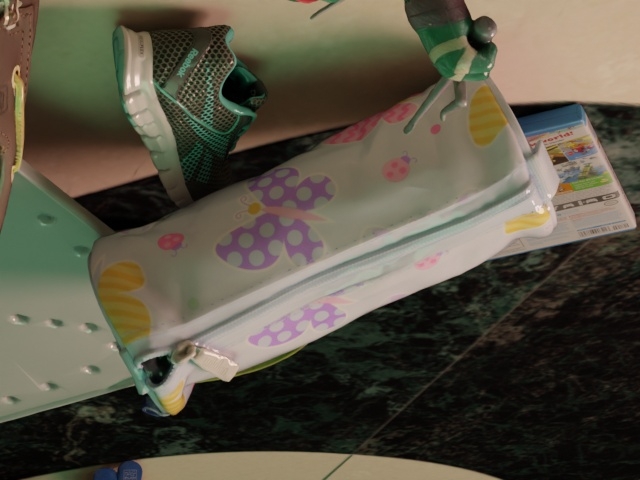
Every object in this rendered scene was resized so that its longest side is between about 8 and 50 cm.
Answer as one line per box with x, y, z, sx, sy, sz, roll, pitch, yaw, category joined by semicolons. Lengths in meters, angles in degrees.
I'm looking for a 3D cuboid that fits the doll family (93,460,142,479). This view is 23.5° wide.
-0.285;0.308;1.551;0.262;0.118;0.163;-1;153;-6;doll family

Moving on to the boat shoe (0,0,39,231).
-0.196;-0.069;0.749;0.116;0.097;0.324;-1;134;-22;boat shoe

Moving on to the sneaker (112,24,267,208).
-0.065;-0.070;0.898;0.076;0.065;0.166;-11;155;5;sneaker

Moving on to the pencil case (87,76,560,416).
0.000;0.000;0.898;0.273;0.113;0.124;-26;-172;-3;pencil case

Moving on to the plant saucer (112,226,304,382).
-0.120;0.047;1.147;0.240;0.037;0.241;-2;153;-1;plant saucer

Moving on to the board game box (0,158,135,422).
-0.312;0.016;1.000;0.389;0.050;0.390;-18;143;26;board game box

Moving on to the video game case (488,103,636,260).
0.139;-0.035;1.041;0.119;0.015;0.166;-12;152;18;video game case

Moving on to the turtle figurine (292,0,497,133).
0.054;-0.147;0.674;0.234;0.175;0.118;-33;124;32;turtle figurine
